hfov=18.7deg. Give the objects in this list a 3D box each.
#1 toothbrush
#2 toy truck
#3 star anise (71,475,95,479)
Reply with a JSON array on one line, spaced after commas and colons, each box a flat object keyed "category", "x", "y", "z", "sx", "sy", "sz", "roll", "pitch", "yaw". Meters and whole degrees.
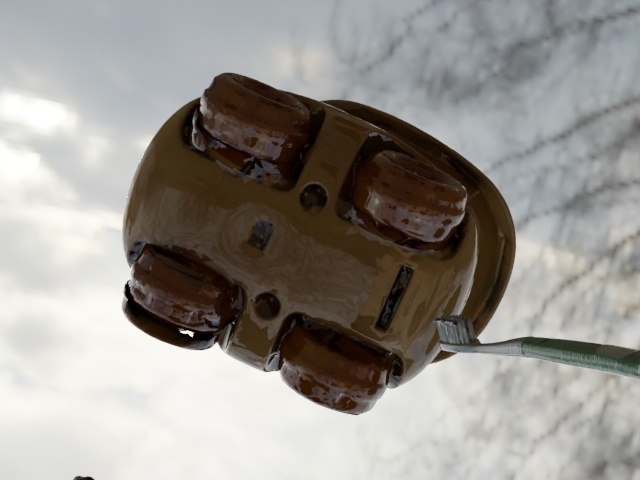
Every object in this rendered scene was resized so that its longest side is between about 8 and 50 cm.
[{"category": "toothbrush", "x": 0.129, "y": 0.062, "z": 1.090, "sx": 0.018, "sy": 0.024, "sz": 0.257, "roll": -20, "pitch": -169, "yaw": -22}, {"category": "toy truck", "x": 0.000, "y": 0.000, "z": 1.464, "sx": 0.288, "sy": 0.204, "sz": 0.211, "roll": 24, "pitch": -168, "yaw": 5}, {"category": "star anise", "x": -0.175, "y": 0.255, "z": 1.378, "sx": 0.346, "sy": 0.237, "sz": 0.148, "roll": -11, "pitch": -140, "yaw": 20}]
